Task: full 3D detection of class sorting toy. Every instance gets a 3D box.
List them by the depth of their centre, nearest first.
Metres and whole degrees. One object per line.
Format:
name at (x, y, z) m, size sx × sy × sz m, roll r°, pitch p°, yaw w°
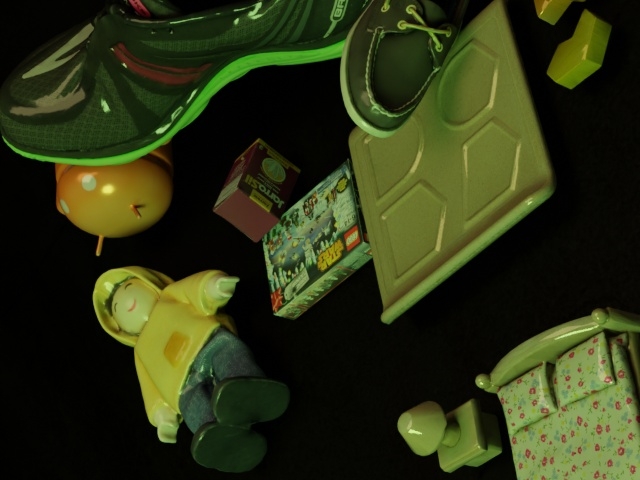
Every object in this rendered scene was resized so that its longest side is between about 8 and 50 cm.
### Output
sorting toy at (0.140, -0.092, 1.472) m, size 0.307 × 0.041 × 0.229 m, roll -41°, pitch 42°, yaw 37°

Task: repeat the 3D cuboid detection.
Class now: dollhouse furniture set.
dollhouse furniture set at (0.133, 0.211, 1.236) m, size 0.355 × 0.173 × 0.303 m, roll -37°, pitch 49°, yaw 40°

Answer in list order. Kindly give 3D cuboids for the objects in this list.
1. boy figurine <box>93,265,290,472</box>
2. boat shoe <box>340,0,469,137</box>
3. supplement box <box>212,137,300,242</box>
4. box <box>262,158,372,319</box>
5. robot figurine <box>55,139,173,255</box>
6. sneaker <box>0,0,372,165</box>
boy figurine at (-0.130, 0.100, 1.712) m, size 0.285 × 0.092 × 0.177 m, roll 45°, pitch 116°, yaw 48°
boat shoe at (0.079, -0.188, 1.503) m, size 0.068 × 0.081 × 0.228 m, roll -38°, pitch 27°, yaw 50°
supplement box at (-0.060, -0.048, 1.680) m, size 0.043 × 0.055 × 0.083 m, roll -40°, pitch 20°, yaw 38°
box at (0.000, 0.000, 1.628) m, size 0.137 × 0.027 × 0.094 m, roll -40°, pitch 48°, yaw 38°
robot figurine at (-0.220, -0.098, 1.880) m, size 0.158 × 0.128 × 0.219 m, roll -10°, pitch 60°, yaw 5°
sneaker at (-0.143, -0.224, 1.697) m, size 0.482 × 0.202 × 0.185 m, roll -24°, pitch 53°, yaw 29°
